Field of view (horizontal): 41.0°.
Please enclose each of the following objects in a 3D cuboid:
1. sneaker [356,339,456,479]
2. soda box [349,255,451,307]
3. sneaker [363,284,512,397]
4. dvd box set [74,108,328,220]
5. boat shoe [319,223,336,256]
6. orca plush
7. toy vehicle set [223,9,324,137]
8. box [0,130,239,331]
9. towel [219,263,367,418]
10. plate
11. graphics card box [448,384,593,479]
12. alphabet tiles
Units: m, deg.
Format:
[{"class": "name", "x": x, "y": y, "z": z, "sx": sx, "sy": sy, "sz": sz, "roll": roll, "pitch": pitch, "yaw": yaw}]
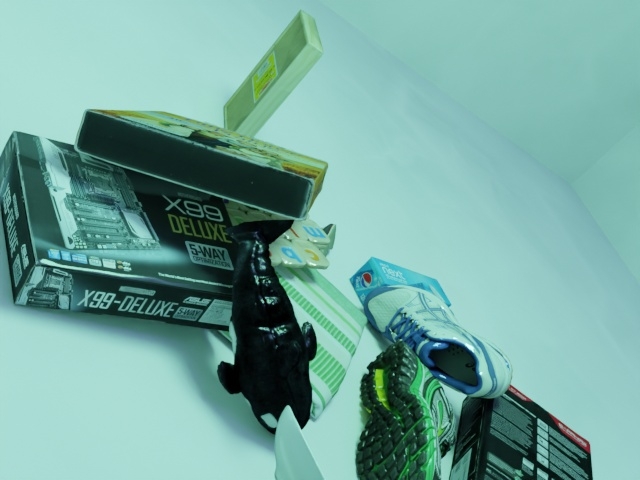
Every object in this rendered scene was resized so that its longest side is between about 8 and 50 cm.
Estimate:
[{"class": "sneaker", "x": 0.148, "y": 0.283, "z": 1.254, "sx": 0.146, "sy": 0.134, "sz": 0.343, "roll": 39, "pitch": 24, "yaw": -13}, {"class": "soda box", "x": 0.157, "y": 0.099, "z": 1.651, "sx": 0.210, "sy": 0.067, "sz": 0.071, "roll": 19, "pitch": 34, "yaw": -43}, {"class": "sneaker", "x": 0.185, "y": 0.162, "z": 1.451, "sx": 0.296, "sy": 0.111, "sz": 0.131, "roll": 30, "pitch": 11, "yaw": 28}, {"class": "dvd box set", "x": -0.145, "y": -0.122, "z": 1.265, "sx": 0.308, "sy": 0.062, "sz": 0.420, "roll": 18, "pitch": 9, "yaw": 1}, {"class": "boat shoe", "x": 0.000, "y": 0.000, "z": 1.596, "sx": 0.043, "sy": 0.049, "sz": 0.137, "roll": 7, "pitch": 21, "yaw": 12}, {"class": "orca plush", "x": -0.041, "y": 0.117, "z": 1.081, "sx": 0.151, "sy": 0.287, "sz": 0.102, "roll": 2, "pitch": 2, "yaw": -37}, {"class": "toy vehicle set", "x": -0.098, "y": -0.310, "z": 1.671, "sx": 0.035, "sy": 0.267, "sz": 0.166, "roll": 30, "pitch": 28, "yaw": -26}, {"class": "box", "x": -0.252, "y": -0.008, "z": 1.121, "sx": 0.308, "sy": 0.076, "sz": 0.242, "roll": 13, "pitch": 38, "yaw": -36}, {"class": "towel", "x": -0.047, "y": 0.116, "z": 1.343, "sx": 0.248, "sy": 0.038, "sz": 0.325, "roll": 43, "pitch": 23, "yaw": -4}, {"class": "plate", "x": 0.018, "y": 0.348, "z": 0.886, "sx": 0.277, "sy": 0.045, "sz": 0.278, "roll": 82, "pitch": -17, "yaw": -51}, {"class": "graphics card box", "x": 0.332, "y": 0.389, "z": 1.396, "sx": 0.233, "sy": 0.094, "sz": 0.371, "roll": 36, "pitch": 23, "yaw": -1}, {"class": "alphabet tiles", "x": -0.114, "y": -0.042, "z": 1.445, "sx": 0.284, "sy": 0.021, "sz": 0.278, "roll": 6, "pitch": 34, "yaw": -48}]
